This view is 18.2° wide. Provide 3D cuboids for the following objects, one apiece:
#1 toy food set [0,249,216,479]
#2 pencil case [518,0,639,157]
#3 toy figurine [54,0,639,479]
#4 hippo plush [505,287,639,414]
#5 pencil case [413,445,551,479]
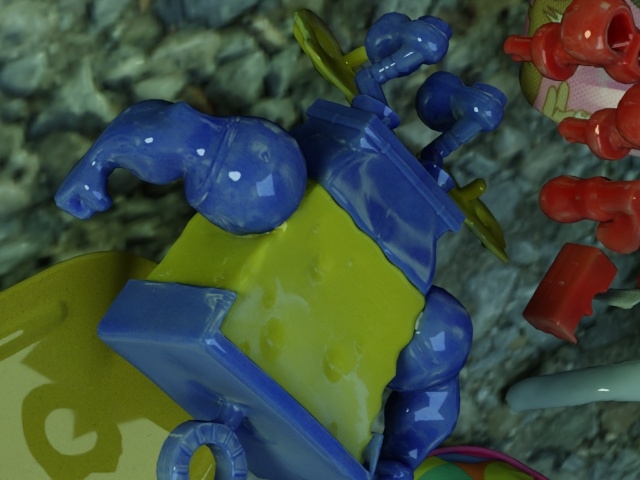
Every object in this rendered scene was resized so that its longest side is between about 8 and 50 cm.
[{"bbox_3d":[-0.133,0.086,0.806,0.218,0.071,0.128,-27,103,-25],"label":"toy food set"},{"bbox_3d":[0.188,-0.215,0.816,0.160,0.167,0.386,-58,160,-67],"label":"pencil case"},{"bbox_3d":[0.000,0.000,0.734,0.362,0.191,0.217,46,68,-38],"label":"toy figurine"},{"bbox_3d":[0.302,0.078,0.949,0.294,0.237,0.234,-19,159,-31],"label":"hippo plush"},{"bbox_3d":[0.062,0.222,0.996,0.104,0.104,0.236,-8,117,-33],"label":"pencil case"}]
